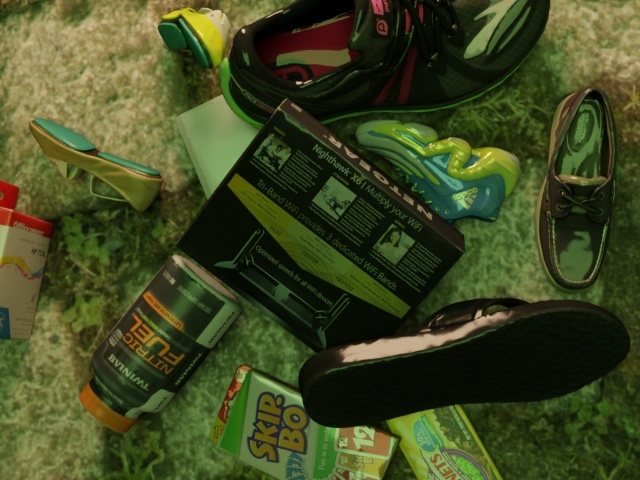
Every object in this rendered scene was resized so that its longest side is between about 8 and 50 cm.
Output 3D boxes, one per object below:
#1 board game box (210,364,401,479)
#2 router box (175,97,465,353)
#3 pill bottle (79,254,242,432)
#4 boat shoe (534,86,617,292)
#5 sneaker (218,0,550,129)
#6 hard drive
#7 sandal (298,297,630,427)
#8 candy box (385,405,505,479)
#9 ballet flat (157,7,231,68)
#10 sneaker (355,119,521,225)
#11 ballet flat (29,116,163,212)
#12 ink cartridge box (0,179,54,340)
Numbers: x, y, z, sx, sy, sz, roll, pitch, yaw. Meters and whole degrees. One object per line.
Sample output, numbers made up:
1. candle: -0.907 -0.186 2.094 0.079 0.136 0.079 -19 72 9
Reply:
1. board game box: -0.029 0.280 1.307 0.259 0.039 0.124 22 90 18
2. router box: 0.000 0.000 1.248 0.309 0.081 0.243 38 109 -5
3. pill bottle: -0.233 0.152 1.316 0.130 0.130 0.246 38 90 12
4. boat shoe: 0.353 -0.073 1.272 0.102 0.092 0.285 7 84 10
5. sneaker: 0.098 -0.271 1.269 0.482 0.202 0.185 -19 79 -5
6. hard drive: -0.067 -0.084 1.367 0.203 0.040 0.308 -24 79 5
7. sandal: 0.188 0.139 1.236 0.445 0.168 0.107 -8 41 -4
8. candy box: 0.185 0.314 1.281 0.105 0.027 0.206 -31 78 7
9. ballet flat: -0.173 -0.304 1.341 0.077 0.231 0.077 -31 118 -12
10. sneaker: 0.155 -0.089 1.307 0.240 0.091 0.126 15 86 10
11. ballet flat: -0.350 -0.111 1.399 0.232 0.080 0.073 25 102 13
12. ink cartridge box: -0.468 0.026 1.367 0.078 0.134 0.231 9 85 11
